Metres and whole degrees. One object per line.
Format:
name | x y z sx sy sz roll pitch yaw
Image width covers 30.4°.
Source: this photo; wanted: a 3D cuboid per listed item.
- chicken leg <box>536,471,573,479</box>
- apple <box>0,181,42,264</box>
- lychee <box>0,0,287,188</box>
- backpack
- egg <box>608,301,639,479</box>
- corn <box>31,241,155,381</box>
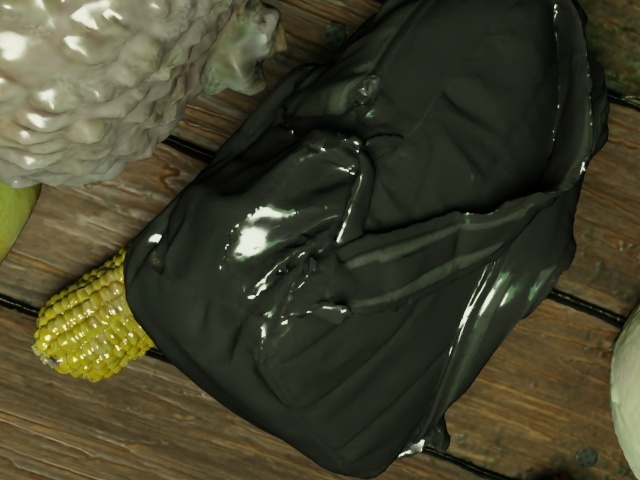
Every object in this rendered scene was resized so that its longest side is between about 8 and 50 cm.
chicken leg | 0.257 0.314 1.215 0.085 0.101 0.207 -33 125 7
apple | -0.356 -0.031 1.027 0.188 0.174 0.207 27 116 -9
lychee | -0.220 -0.235 0.875 0.432 0.380 0.380 27 100 -12
backpack | 0.075 -0.026 0.991 0.446 0.255 0.363 -54 145 -10
egg | 0.426 0.118 1.044 0.337 0.337 0.201 -10 145 -3
corn | -0.138 0.022 1.094 0.291 0.101 0.101 -41 104 2
